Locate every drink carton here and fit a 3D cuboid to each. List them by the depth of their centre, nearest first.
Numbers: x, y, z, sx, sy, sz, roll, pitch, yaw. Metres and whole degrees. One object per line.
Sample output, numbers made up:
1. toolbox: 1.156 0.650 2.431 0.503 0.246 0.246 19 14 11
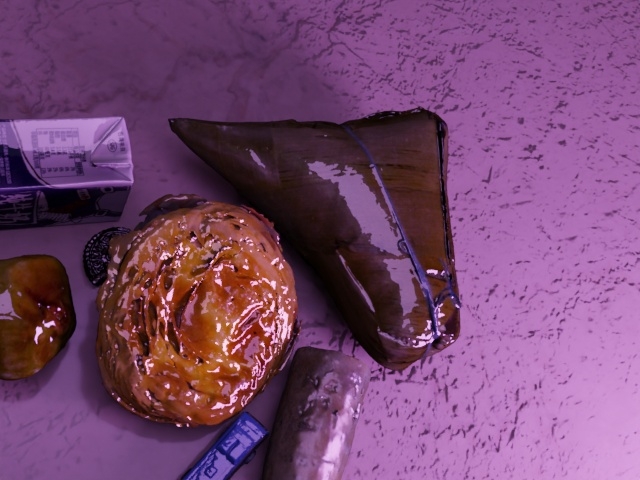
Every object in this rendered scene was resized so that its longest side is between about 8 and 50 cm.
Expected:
1. drink carton: -0.356 -0.084 1.185 0.222 0.134 0.102 -6 69 -22

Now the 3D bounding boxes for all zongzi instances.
1. zongzi: 0.000 0.000 1.260 0.392 0.174 0.356 -1 74 -19

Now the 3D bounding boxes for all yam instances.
1. yam: -0.008 0.240 1.199 0.107 0.107 0.194 22 65 -11

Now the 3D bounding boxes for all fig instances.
1. fig: -0.376 0.080 1.120 0.165 0.144 0.154 21 101 -2

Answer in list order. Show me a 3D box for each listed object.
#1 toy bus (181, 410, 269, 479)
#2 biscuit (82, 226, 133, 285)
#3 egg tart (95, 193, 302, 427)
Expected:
1. toy bus: -0.126 0.279 1.161 0.051 0.061 0.153 42 73 6
2. biscuit: -0.267 0.024 1.235 0.087 0.027 0.089 27 62 -7
3. egg tart: -0.163 0.086 1.188 0.297 0.132 0.297 0 91 -28
